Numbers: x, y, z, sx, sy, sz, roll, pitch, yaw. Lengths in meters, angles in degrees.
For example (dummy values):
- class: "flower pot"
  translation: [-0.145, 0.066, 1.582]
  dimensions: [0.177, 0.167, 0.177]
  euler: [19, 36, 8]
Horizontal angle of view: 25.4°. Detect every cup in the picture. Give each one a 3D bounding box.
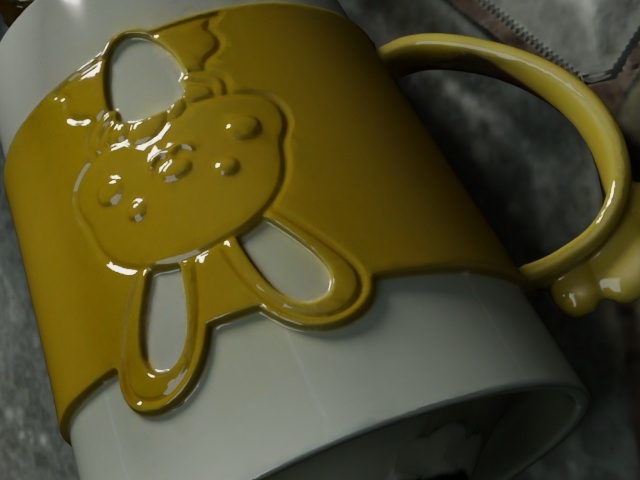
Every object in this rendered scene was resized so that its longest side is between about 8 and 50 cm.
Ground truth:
- class: "cup"
  translation: [0.000, 0.000, 0.539]
  dimensions: [0.241, 0.185, 0.226]
  euler: [-27, 67, 3]

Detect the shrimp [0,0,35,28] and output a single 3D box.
- class: "shrimp"
  translation: [-0.119, -0.126, 0.692]
  dimensions: [0.162, 0.045, 0.095]
  euler: [48, 121, 29]
